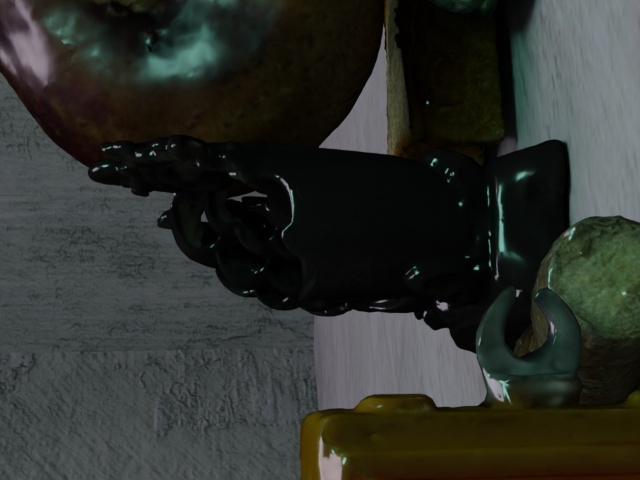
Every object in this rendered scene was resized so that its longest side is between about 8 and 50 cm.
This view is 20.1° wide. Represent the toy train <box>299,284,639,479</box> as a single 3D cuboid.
[{"bbox_3d":[0.080,0.196,0.563,0.231,0.163,0.369,161,108,-78],"label":"toy train"}]

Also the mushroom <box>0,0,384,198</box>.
[{"bbox_3d":[-0.090,-0.174,1.111,0.254,0.267,0.267,-89,0,-61],"label":"mushroom"}]

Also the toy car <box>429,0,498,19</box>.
[{"bbox_3d":[0.059,-0.283,1.054,0.136,0.125,0.305,-137,48,-85],"label":"toy car"}]

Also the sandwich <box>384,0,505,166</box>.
[{"bbox_3d":[0.078,-0.104,1.219,0.214,0.065,0.186,90,179,-66],"label":"sandwich"}]

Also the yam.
[{"bbox_3d":[0.109,0.061,0.807,0.253,0.061,0.061,95,174,-68],"label":"yam"}]

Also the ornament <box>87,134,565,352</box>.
[{"bbox_3d":[0.000,0.000,1.027,0.251,0.260,0.106,98,176,-78],"label":"ornament"}]
